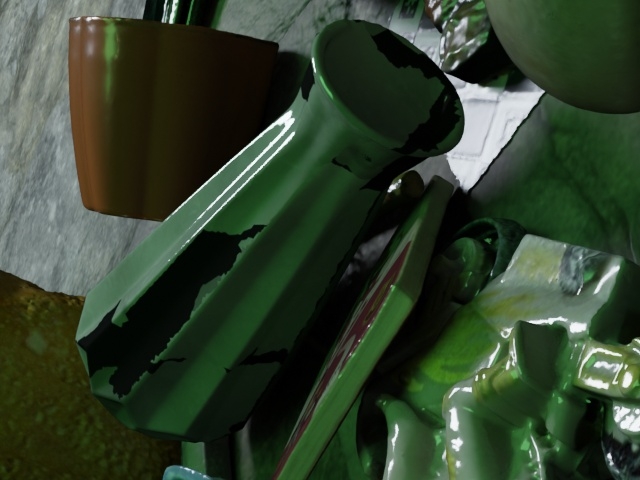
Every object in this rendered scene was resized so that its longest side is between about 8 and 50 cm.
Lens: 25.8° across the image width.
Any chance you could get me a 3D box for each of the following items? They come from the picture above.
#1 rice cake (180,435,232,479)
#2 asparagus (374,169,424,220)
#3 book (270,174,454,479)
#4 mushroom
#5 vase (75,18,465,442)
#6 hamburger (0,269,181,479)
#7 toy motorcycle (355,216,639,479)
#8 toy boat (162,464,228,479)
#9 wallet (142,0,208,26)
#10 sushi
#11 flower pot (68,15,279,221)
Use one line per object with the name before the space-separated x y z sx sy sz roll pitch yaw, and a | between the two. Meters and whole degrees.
rice cake | -0.091 0.180 1.127 0.047 0.036 0.207 -38 40 28
asparagus | 0.000 0.000 1.083 0.248 0.025 0.024 -32 90 50
book | 0.028 0.057 0.884 0.162 0.022 0.232 -59 1 21
mushroom | 0.189 -0.162 0.704 0.215 0.207 0.207 12 83 29
vase | -0.044 0.006 1.000 0.360 0.165 0.165 -50 35 40
hamburger | -0.256 0.156 1.164 0.170 0.290 0.314 -43 37 37
toy motorcycle | 0.101 0.101 0.745 0.223 0.108 0.340 -60 20 -2
toy boat | -0.065 0.286 0.911 0.145 0.133 0.332 -53 33 33
wallet | -0.145 -0.309 1.503 0.160 0.055 0.236 16 89 69
sushi | 0.111 -0.186 0.969 0.219 0.047 0.231 -55 32 28
flower pot | -0.141 -0.105 1.248 0.190 0.190 0.173 11 94 62
